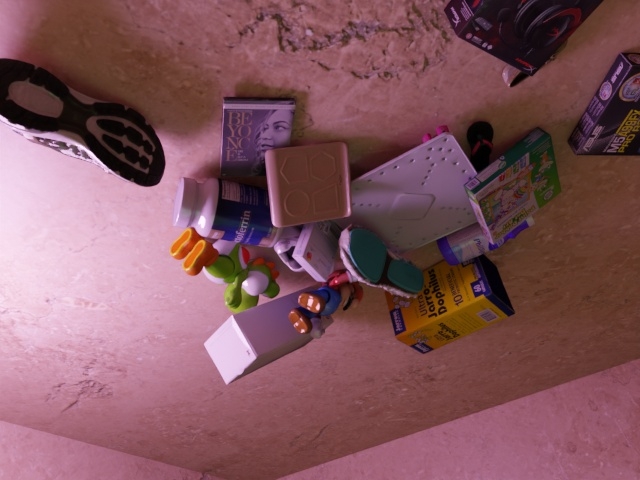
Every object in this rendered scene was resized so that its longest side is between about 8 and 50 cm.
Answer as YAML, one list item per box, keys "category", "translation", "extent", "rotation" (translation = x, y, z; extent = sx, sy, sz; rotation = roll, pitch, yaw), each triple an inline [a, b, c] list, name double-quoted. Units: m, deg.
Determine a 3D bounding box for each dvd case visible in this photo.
- category: "dvd case"
  translation: [-0.152, -0.240, 1.285]
  extent: [0.164, 0.018, 0.221]
  rotation: [-3, 137, -16]

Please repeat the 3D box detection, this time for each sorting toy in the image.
- category: "sorting toy"
  translation: [-0.028, -0.141, 1.351]
  extent: [0.208, 0.038, 0.193]
  rotation: [-9, 105, -14]

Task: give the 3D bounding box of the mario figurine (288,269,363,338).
- category: "mario figurine"
  translation: [0.050, 0.191, 1.675]
  extent: [0.198, 0.170, 0.320]
  rotation: [-21, -179, 31]

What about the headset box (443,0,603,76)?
- category: "headset box"
  translation: [0.418, -0.493, 1.033]
  extent: [0.218, 0.110, 0.293]
  rotation: [16, 135, -27]

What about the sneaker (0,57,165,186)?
- category: "sneaker"
  translation: [-0.530, -0.238, 1.181]
  extent: [0.182, 0.158, 0.410]
  rotation: [-2, 156, 45]

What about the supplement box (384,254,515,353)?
- category: "supplement box"
  translation: [0.427, 0.207, 1.829]
  extent: [0.356, 0.194, 0.195]
  rotation: [-32, 136, 25]

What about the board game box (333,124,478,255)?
- category: "board game box"
  translation: [0.246, -0.109, 1.498]
  extent: [0.390, 0.050, 0.390]
  rotation: [-26, 141, 23]

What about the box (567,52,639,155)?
- category: "box"
  translation: [0.780, -0.329, 1.347]
  extent: [0.216, 0.060, 0.270]
  rotation: [-1, 140, -10]

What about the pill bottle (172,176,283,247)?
- category: "pill bottle"
  translation: [-0.233, -0.075, 1.386]
  extent: [0.265, 0.153, 0.153]
  rotation: [10, 137, -22]

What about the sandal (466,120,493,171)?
- category: "sandal"
  translation: [0.417, -0.236, 1.405]
  extent: [0.067, 0.040, 0.179]
  rotation: [-13, 141, 8]

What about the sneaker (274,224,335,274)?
- category: "sneaker"
  translation: [-0.053, 0.052, 1.578]
  extent: [0.114, 0.152, 0.305]
  rotation: [-27, 140, 20]

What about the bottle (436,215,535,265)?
- category: "bottle"
  translation: [0.500, -0.020, 1.645]
  extent: [0.283, 0.092, 0.118]
  rotation: [-25, 138, 18]

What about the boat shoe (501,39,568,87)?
- category: "boat shoe"
  translation: [0.481, -0.399, 1.211]
  extent: [0.153, 0.048, 0.056]
  rotation: [-29, 137, 23]

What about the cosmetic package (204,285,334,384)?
- category: "cosmetic package"
  translation: [-0.155, 0.293, 1.721]
  extent: [0.365, 0.155, 0.197]
  rotation: [-13, 155, -51]

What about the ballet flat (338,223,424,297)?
- category: "ballet flat"
  translation: [0.152, 0.076, 1.591]
  extent: [0.147, 0.147, 0.409]
  rotation: [-31, 139, 25]

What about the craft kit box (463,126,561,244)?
- category: "craft kit box"
  translation: [0.525, -0.140, 1.469]
  extent: [0.250, 0.061, 0.246]
  rotation: [-39, 140, 2]

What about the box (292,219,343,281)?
- category: "box"
  translation: [0.000, 0.000, 1.502]
  extent: [0.038, 0.186, 0.145]
  rotation: [1, 150, 33]

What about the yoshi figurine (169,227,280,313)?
- category: "yoshi figurine"
  translation: [-0.278, 0.119, 1.603]
  extent: [0.203, 0.203, 0.362]
  rotation: [-16, 146, 34]
